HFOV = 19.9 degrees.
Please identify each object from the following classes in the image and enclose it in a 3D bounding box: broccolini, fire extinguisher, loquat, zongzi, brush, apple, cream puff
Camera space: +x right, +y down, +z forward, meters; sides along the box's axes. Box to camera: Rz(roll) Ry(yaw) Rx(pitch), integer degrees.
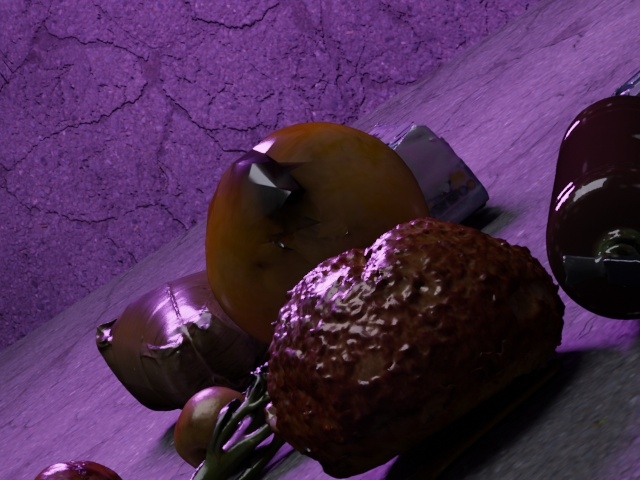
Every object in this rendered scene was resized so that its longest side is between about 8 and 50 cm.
[{"bbox_3d":[-0.140,0.235,1.632,0.392,0.079,0.074,-39,-13,-14],"label":"broccolini"},{"bbox_3d":[0.237,-0.021,1.369,0.135,0.114,0.337,-6,16,12],"label":"fire extinguisher"},{"bbox_3d":[0.000,0.000,1.814,0.235,0.235,0.235,-35,8,6],"label":"loquat"},{"bbox_3d":[-0.079,0.079,2.042,0.300,0.145,0.274,-32,10,-20],"label":"zongzi"},{"bbox_3d":[0.094,0.154,1.314,0.218,0.010,0.082,-38,8,-20],"label":"brush"},{"bbox_3d":[-0.097,0.180,1.725,0.084,0.084,0.071,-28,32,44],"label":"apple"},{"bbox_3d":[0.059,0.074,1.359,0.240,0.164,0.240,-41,-1,-1],"label":"cream puff"}]

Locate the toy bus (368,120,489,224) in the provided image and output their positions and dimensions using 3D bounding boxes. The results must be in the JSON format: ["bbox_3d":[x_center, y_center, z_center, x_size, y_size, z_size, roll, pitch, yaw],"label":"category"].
[{"bbox_3d":[0.099,-0.068,2.105,0.112,0.138,0.317,-38,6,-6],"label":"toy bus"}]

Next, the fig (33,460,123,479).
[{"bbox_3d":[-0.192,0.244,1.531,0.150,0.128,0.128,-8,0,-17],"label":"fig"}]

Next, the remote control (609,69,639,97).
[{"bbox_3d":[0.356,-0.166,1.926,0.256,0.045,0.097,-38,6,11],"label":"remote control"}]
